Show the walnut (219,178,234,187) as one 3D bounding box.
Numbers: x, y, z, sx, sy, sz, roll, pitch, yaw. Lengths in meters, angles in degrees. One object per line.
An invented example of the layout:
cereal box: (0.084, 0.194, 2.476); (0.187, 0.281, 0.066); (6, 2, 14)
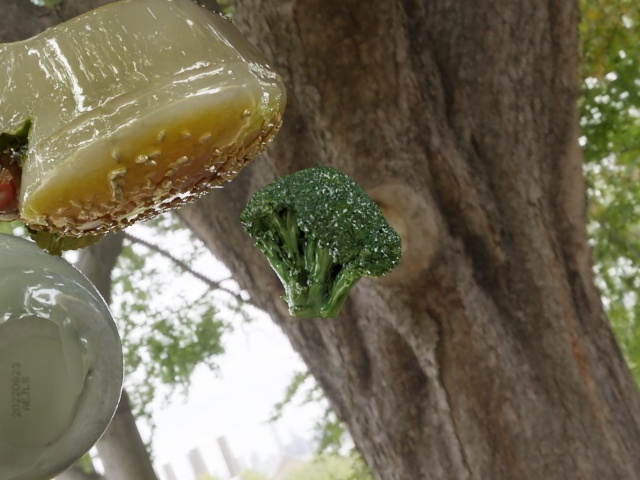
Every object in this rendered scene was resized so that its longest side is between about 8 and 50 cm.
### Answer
walnut: (-0.193, -0.141, 1.640); (0.092, 0.092, 0.092); (-23, -10, -4)

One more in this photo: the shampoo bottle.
shampoo bottle: (-0.412, 0.151, 1.111); (0.317, 0.323, 0.322); (7, 15, 44)

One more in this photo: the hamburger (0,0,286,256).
hamburger: (-0.107, -0.063, 0.521); (0.172, 0.116, 0.210); (-17, 0, 11)

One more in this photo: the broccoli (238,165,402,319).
broccoli: (0.000, 0.000, 1.446); (0.269, 0.242, 0.261); (6, 3, -7)
